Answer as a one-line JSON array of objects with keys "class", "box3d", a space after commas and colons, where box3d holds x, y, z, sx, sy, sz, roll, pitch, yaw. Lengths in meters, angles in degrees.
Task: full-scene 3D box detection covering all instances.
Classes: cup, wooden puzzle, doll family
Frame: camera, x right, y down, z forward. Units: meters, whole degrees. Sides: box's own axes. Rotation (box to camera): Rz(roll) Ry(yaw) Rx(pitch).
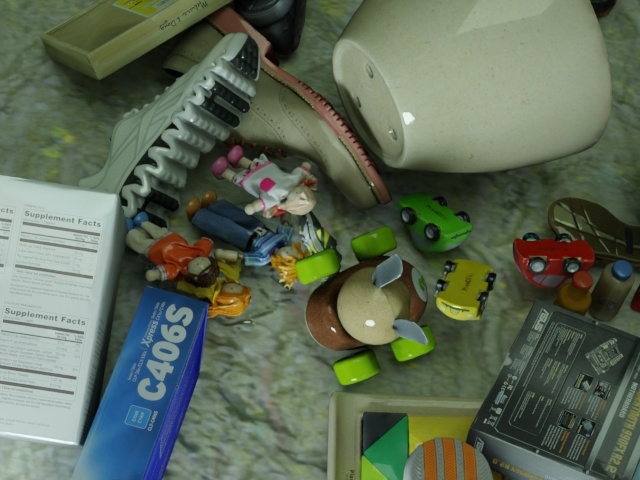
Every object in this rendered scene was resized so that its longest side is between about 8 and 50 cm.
[{"class": "cup", "box3d": [0.156, -0.210, 1.998, 0.237, 0.331, 0.331, -27, 65, -17]}, {"class": "wooden puzzle", "box3d": [0.126, 0.270, 1.852, 0.239, 0.044, 0.220, 5, 57, -5]}, {"class": "doll family", "box3d": [-0.103, 0.007, 1.956, 0.163, 0.118, 0.263, 30, 51, 29]}]

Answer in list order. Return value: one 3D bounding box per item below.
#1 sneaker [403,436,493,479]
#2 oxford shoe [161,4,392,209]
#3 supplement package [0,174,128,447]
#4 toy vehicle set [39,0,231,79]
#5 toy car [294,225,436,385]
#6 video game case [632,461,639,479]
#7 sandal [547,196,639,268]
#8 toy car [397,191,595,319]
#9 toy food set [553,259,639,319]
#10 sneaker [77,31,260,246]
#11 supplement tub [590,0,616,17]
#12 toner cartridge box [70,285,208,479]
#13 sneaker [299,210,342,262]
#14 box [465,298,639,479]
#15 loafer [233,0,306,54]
[{"class": "sneaker", "box3d": [0.125, 0.376, 1.679, 0.125, 0.180, 0.321, 8, 52, -1]}, {"class": "oxford shoe", "box3d": [-0.054, -0.142, 2.065, 0.130, 0.123, 0.348, -44, 69, -3]}, {"class": "supplement package", "box3d": [-0.326, 0.079, 1.770, 0.198, 0.199, 0.262, 9, 80, -2]}, {"class": "toy vehicle set", "box3d": [-0.208, -0.297, 2.091, 0.267, 0.035, 0.166, -34, 29, -17]}, {"class": "toy car", "box3d": [0.073, 0.068, 1.859, 0.149, 0.188, 0.155, -22, 91, -19]}, {"class": "video game case", "box3d": [0.444, 0.388, 1.813, 0.270, 0.061, 0.244, 19, 57, 5]}, {"class": "sandal", "box3d": [0.359, 0.003, 2.054, 0.180, 0.049, 0.072, 18, 58, -14]}, {"class": "toy car", "box3d": [0.178, 0.014, 1.991, 0.239, 0.053, 0.225, -19, 41, -35]}, {"class": "toy food set", "box3d": [0.398, 0.093, 1.964, 0.232, 0.104, 0.111, 27, 58, 9]}, {"class": "sneaker", "box3d": [-0.183, -0.136, 1.987, 0.118, 0.110, 0.292, 34, 86, 29]}, {"class": "supplement tub", "box3d": [0.370, -0.392, 2.210, 0.106, 0.198, 0.106, 4, 59, -6]}, {"class": "toner cartridge box", "box3d": [-0.208, 0.237, 1.757, 0.075, 0.165, 0.347, 16, 57, 3]}, {"class": "sneaker", "box3d": [0.000, 0.000, 2.016, 0.035, 0.031, 0.083, -6, 62, -27]}, {"class": "box", "box3d": [0.286, 0.185, 1.869, 0.183, 0.056, 0.231, 21, 46, 13]}, {"class": "loafer", "box3d": [-0.062, -0.370, 2.215, 0.109, 0.095, 0.302, -13, 46, 17]}]
